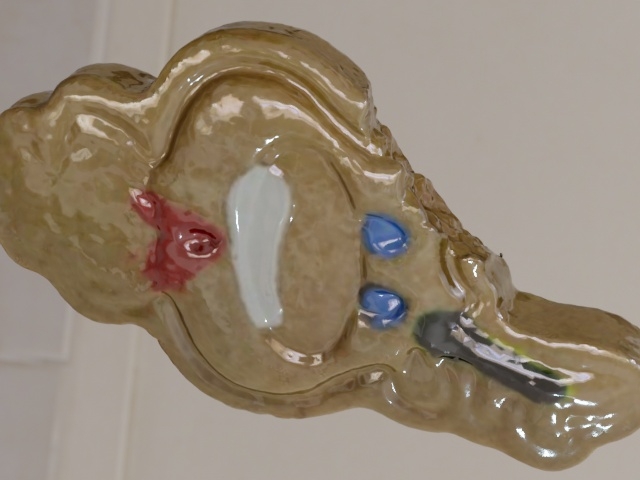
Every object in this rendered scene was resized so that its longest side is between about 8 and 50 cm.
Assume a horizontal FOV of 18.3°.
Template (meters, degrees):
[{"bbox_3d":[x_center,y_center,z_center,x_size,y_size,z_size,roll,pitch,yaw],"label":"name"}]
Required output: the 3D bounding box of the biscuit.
[{"bbox_3d":[-0.001,0.009,0.893,0.320,0.047,0.183,31,125,2],"label":"biscuit"}]
